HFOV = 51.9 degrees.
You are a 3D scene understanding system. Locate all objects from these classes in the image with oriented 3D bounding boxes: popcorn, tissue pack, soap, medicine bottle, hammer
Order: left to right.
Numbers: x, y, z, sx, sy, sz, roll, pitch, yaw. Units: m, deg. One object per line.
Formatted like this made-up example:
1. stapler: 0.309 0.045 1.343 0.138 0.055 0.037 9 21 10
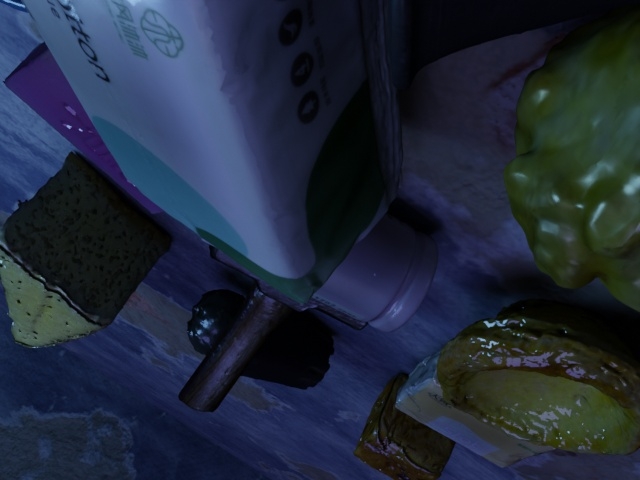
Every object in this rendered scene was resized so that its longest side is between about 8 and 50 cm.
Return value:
1. soap: -0.238 -0.145 0.818 0.181 0.081 0.259 -5 137 45
2. tissue pack: -0.082 -0.150 0.520 0.266 0.194 0.356 32 156 29
3. hammer: -0.104 0.139 0.974 0.243 0.095 0.408 30 122 -8
4. medicine bottle: 0.000 0.000 0.765 0.250 0.133 0.133 26 152 -14
5. tissue pack: 0.247 0.268 1.052 0.222 0.090 0.186 29 149 -2
6. popcorn: 0.264 -0.045 0.389 0.250 0.234 0.242 22 -172 -24

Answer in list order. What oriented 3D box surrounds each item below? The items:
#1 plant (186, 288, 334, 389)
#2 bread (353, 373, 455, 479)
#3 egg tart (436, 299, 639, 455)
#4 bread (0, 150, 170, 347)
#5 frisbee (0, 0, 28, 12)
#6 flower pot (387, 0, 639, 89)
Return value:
1. plant: -0.104 0.167 1.151 0.256 0.141 0.164 25 154 -18
2. bread: 0.158 0.343 1.189 0.143 0.158 0.149 31 153 5
3. egg tart: 0.286 0.164 0.823 0.294 0.123 0.294 18 150 11
4. bread: -0.454 0.026 1.116 0.315 0.248 0.279 -11 129 31
5. frisbee: -0.321 -0.339 0.610 0.290 0.049 0.289 19 152 10
6. flower pot: 0.109 -0.195 0.331 0.148 0.235 0.235 1 146 8
